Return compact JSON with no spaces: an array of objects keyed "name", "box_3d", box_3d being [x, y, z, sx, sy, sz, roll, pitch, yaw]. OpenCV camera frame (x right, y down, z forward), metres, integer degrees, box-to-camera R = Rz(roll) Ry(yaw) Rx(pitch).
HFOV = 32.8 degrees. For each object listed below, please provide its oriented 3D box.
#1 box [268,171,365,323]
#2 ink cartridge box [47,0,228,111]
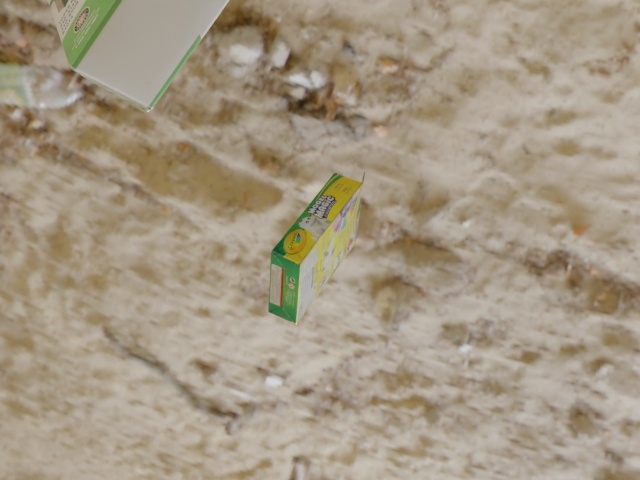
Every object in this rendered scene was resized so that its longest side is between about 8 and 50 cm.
[{"name":"box","box_3d":[0.000,0.000,1.265,0.043,0.179,0.105,24,137,18]},{"name":"ink cartridge box","box_3d":[-0.171,-0.247,1.002,0.093,0.219,0.160,26,110,-36]}]
